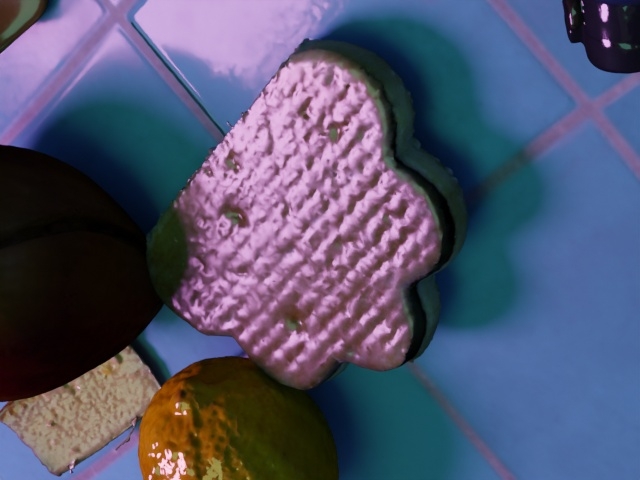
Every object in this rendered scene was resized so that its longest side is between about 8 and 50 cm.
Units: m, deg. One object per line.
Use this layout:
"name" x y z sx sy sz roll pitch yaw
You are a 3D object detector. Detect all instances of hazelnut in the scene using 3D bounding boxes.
"hazelnut" -0.214 0.029 1.262 0.208 0.208 0.208 18 128 25

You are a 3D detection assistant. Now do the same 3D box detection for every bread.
"bread" -0.184 0.131 1.362 0.109 0.080 0.084 -29 102 46
"bread" 0.000 0.000 1.161 0.207 0.056 0.286 49 134 1

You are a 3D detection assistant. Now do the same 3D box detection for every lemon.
"lemon" -0.057 0.167 1.255 0.142 0.142 0.187 1 129 35

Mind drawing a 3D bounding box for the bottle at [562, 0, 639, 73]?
"bottle" 0.161 -0.207 0.896 0.082 0.072 0.244 -3 120 12

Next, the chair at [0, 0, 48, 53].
"chair" -0.339 -0.177 1.220 0.246 0.172 0.159 12 124 37
